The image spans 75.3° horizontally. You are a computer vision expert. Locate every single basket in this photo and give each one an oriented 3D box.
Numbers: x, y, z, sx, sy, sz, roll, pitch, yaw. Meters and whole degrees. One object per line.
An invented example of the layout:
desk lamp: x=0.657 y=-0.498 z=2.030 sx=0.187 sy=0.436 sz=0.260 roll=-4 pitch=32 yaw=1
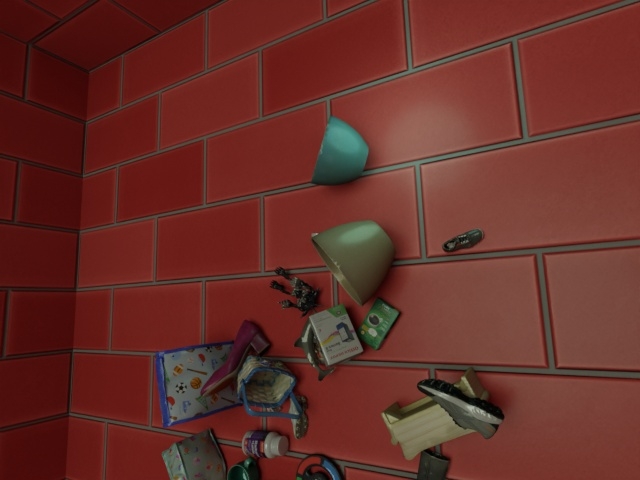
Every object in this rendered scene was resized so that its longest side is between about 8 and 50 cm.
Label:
basket: x=-0.227 y=0.630 z=1.752 sx=0.201 sy=0.254 sz=0.289 roll=-58 pitch=35 yaw=16

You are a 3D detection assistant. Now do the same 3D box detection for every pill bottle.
pill bottle: x=-0.242 y=0.901 z=1.833 sx=0.193 sy=0.108 sz=0.108 roll=-12 pitch=77 yaw=29

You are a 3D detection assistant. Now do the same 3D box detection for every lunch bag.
lunch bag: x=-0.584 y=1.063 z=1.948 sx=0.160 sy=0.223 sz=0.262 roll=-42 pitch=66 yaw=26
lunch bag: x=-0.583 y=0.650 z=1.910 sx=0.238 sy=0.385 sz=0.328 roll=-21 pitch=74 yaw=26

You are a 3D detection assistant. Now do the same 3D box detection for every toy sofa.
toy sofa: x=0.415 y=0.609 z=1.459 sx=0.362 sy=0.150 sz=0.177 roll=-35 pitch=71 yaw=22

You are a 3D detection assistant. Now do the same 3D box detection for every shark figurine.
shark figurine: x=-0.055 y=0.464 z=1.758 sx=0.166 sy=0.116 sz=0.278 roll=-33 pitch=63 yaw=41

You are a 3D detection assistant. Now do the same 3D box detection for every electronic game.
electronic game: x=-0.005 y=1.007 z=1.713 sx=0.229 sy=0.048 sz=0.229 roll=-4 pitch=81 yaw=30

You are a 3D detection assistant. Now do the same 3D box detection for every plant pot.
plant pot: x=0.090 y=-0.354 z=1.739 sx=0.195 sy=0.290 sz=0.290 roll=16 pitch=92 yaw=-3

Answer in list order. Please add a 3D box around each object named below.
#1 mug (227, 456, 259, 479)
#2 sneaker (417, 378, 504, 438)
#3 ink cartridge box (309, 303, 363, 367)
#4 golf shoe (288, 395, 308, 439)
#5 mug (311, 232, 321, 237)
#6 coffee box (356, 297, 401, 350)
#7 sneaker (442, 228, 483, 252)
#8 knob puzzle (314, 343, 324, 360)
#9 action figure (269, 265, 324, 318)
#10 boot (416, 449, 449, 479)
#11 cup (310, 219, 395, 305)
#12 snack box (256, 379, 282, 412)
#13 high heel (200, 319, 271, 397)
mug: x=-0.331 y=1.060 z=1.871 sx=0.157 sy=0.097 sz=0.130 roll=-37 pitch=66 yaw=21
sneaker: x=0.430 y=0.531 z=1.318 sx=0.271 sy=0.100 sz=0.108 roll=23 pitch=102 yaw=28
ink cartridge box: x=0.061 y=0.386 z=1.681 sx=0.154 sy=0.093 sz=0.213 roll=-19 pitch=69 yaw=-10
golf shoe: x=-0.102 y=0.767 z=1.806 sx=0.086 sy=0.069 sz=0.176 roll=-12 pitch=71 yaw=46
mug: x=-0.004 y=0.000 z=1.846 sx=0.078 sy=0.062 sz=0.064 roll=0 pitch=91 yaw=37
coffee box: x=0.232 y=0.336 z=1.668 sx=0.113 sy=0.040 sz=0.184 roll=33 pitch=101 yaw=30
sneaker: x=0.522 y=0.005 z=1.527 sx=0.157 sy=0.065 sz=0.061 roll=-30 pitch=69 yaw=24
knob puzzle: x=0.035 y=0.431 z=1.779 sx=0.213 sy=0.030 sz=0.213 roll=-4 pitch=82 yaw=30
action figure: x=-0.115 y=0.235 z=1.833 sx=0.275 sy=0.141 sz=0.164 roll=32 pitch=98 yaw=33
boot: x=0.358 y=0.863 z=1.502 sx=0.189 sy=0.076 sz=0.209 roll=7 pitch=94 yaw=17
cup: x=0.152 y=0.055 z=1.624 sx=0.237 sy=0.331 sz=0.331 roll=-36 pitch=64 yaw=-6
snack box: x=-0.244 y=0.715 z=1.910 sx=0.064 sy=0.022 sz=0.178 roll=-47 pitch=64 yaw=19
high heel: x=-0.419 y=0.534 z=1.892 sx=0.181 sy=0.377 sz=0.127 roll=41 pitch=147 yaw=23
